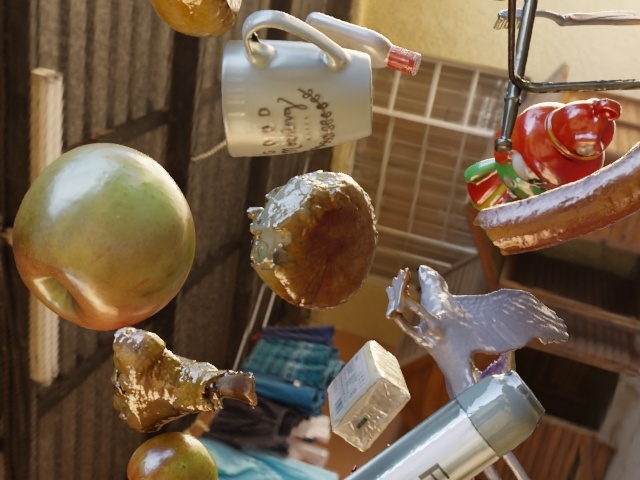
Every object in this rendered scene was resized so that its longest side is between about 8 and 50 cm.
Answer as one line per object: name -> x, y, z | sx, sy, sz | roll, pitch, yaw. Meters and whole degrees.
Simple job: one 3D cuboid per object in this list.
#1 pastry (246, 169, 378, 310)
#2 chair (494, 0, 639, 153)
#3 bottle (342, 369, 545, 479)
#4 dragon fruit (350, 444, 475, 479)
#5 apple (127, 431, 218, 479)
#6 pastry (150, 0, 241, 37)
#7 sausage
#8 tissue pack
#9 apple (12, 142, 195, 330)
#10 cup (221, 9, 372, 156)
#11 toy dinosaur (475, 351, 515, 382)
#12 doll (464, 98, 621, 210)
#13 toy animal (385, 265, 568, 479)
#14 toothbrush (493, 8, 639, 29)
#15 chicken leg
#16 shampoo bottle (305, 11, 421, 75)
pastry -> 0.000, 0.000, 1.725 | 0.329, 0.136, 0.330 | -14, -67, -37
chair -> 0.428, -0.399, 1.144 | 0.365, 0.361, 0.410 | 66, -153, -60
bottle -> 0.128, 0.241, 0.873 | 0.096, 0.253, 0.079 | 48, -174, -31
dragon fruit -> 0.133, 0.391, 1.109 | 0.268, 0.205, 0.210 | 54, -140, -77
apple -> -0.320, 0.512, 1.751 | 0.196, 0.196, 0.196 | 15, -90, -75
pastry -> -0.207, -0.510, 1.333 | 0.356, 0.163, 0.356 | 6, -90, -89
sausage -> 0.358, -0.056, 1.078 | 0.076, 0.302, 0.103 | 58, -165, -35
tissue pack -> 0.091, 0.297, 1.560 | 0.148, 0.092, 0.196 | -50, 12, 9
apple -> -0.380, -0.001, 1.389 | 0.277, 0.319, 0.319 | -45, -32, -45
cup -> -0.036, -0.254, 1.270 | 0.258, 0.234, 0.186 | 84, -176, -55
toy dinosaur -> 0.420, 0.294, 1.865 | 0.072, 0.200, 0.251 | -26, -21, -40
doll -> 0.401, -0.155, 1.419 | 0.363, 0.182, 0.160 | 139, 150, -62
toy animal -> 0.184, 0.181, 1.096 | 0.225, 0.302, 0.284 | -38, 19, 28
toothbrush -> 0.464, -0.394, 1.425 | 0.028, 0.375, 0.037 | 65, 150, 33
chicken leg -> -0.320, 0.293, 1.711 | 0.295, 0.409, 0.182 | 60, -137, -33
shampoo bottle -> 0.079, -0.362, 1.494 | 0.051, 0.220, 0.108 | -65, -14, -8
